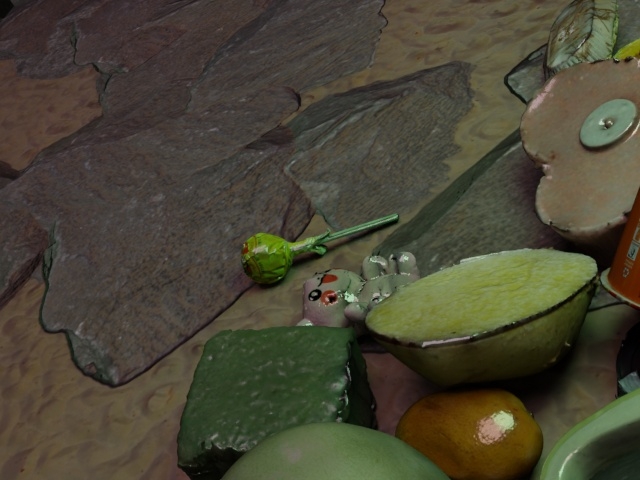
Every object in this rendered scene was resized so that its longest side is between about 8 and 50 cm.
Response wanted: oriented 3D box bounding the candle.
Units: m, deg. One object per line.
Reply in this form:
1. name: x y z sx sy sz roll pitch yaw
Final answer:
1. candle: 0.422 -0.132 1.080 0.287 0.131 0.317 -39 36 27

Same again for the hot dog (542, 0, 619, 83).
1. hot dog: 0.434 -0.331 1.351 0.144 0.075 0.268 -42 15 42

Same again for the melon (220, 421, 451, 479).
1. melon: 0.017 0.305 0.749 0.268 0.269 0.330 -39 14 -15

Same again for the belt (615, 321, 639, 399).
1. belt: 0.381 0.146 0.889 0.105 0.058 0.140 13 49 32

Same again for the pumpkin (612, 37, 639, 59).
1. pumpkin: 0.554 -0.260 1.224 0.217 0.110 0.217 -30 29 19

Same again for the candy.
1. candy: 0.000 0.001 1.283 0.261 0.077 0.073 -18 17 -2

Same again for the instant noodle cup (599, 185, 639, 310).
1. instant noodle cup: 0.440 -0.020 0.846 0.250 0.192 0.250 6 15 -2

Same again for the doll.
1. doll: 0.051 0.083 1.126 0.192 0.095 0.149 -7 36 27

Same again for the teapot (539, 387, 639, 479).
1. teapot: 0.270 0.259 0.679 0.239 0.239 0.322 -29 51 34

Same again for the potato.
1. potato: 0.196 0.104 0.975 0.299 0.116 0.239 -21 21 -33

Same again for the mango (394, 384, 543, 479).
1. mango: 0.170 0.217 0.912 0.165 0.089 0.115 11 61 43

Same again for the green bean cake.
1. green bean cake: -0.051 0.216 1.011 0.227 0.125 0.223 -9 39 19
